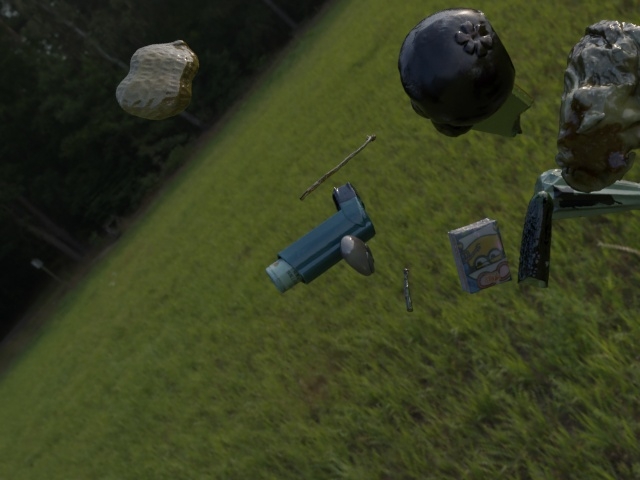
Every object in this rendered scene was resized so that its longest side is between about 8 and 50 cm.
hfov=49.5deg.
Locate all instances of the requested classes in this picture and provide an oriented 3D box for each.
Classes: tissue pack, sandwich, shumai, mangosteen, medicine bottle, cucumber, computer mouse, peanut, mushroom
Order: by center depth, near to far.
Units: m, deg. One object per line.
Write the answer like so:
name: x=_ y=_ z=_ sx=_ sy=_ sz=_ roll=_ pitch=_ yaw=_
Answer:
shumai: x=0.524 y=-0.233 z=1.282 sx=0.262 sy=0.314 sz=0.267 roll=-39 pitch=-32 yaw=7
computer mouse: x=0.076 y=0.026 z=1.332 sx=0.039 sy=0.096 sz=0.066 roll=-36 pitch=33 yaw=26
medicine bottle: x=0.000 y=0.000 z=1.411 sx=0.258 sy=0.124 sz=0.079 roll=-37 pitch=-31 yaw=-9
mangosteen: x=0.302 y=-0.374 z=1.558 sx=0.233 sy=0.287 sz=0.287 roll=-37 pitch=14 yaw=8
tissue pack: x=0.380 y=0.036 z=1.650 sx=0.116 sy=0.155 sz=0.065 roll=-18 pitch=7 yaw=-7
cucumber: x=0.521 y=-0.001 z=1.677 sx=0.074 sy=0.074 sz=0.241 roll=-125 pitch=36 yaw=-77
peanut: x=-0.396 y=-0.402 z=1.719 sx=0.110 sy=0.197 sz=0.233 roll=58 pitch=-139 yaw=-64
mushroom: x=0.050 y=-0.204 z=1.908 sx=0.286 sy=0.026 sz=0.028 roll=-42 pitch=-16 yaw=-15
sandwich: x=0.483 y=-0.408 z=1.919 sx=0.063 sy=0.212 sz=0.245 roll=-58 pitch=-27 yaw=-37

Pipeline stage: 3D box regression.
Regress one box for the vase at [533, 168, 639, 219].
vase: x=0.859 y=-0.138 z=2.156 sx=0.165 sy=0.360 sz=0.165 roll=2 pitch=-90 yaw=-86

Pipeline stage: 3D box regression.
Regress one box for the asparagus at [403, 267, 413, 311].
asparagus: x=0.212 y=0.120 z=1.690 sx=0.018 sy=0.015 sz=0.127 roll=-26 pitch=44 yaw=26
